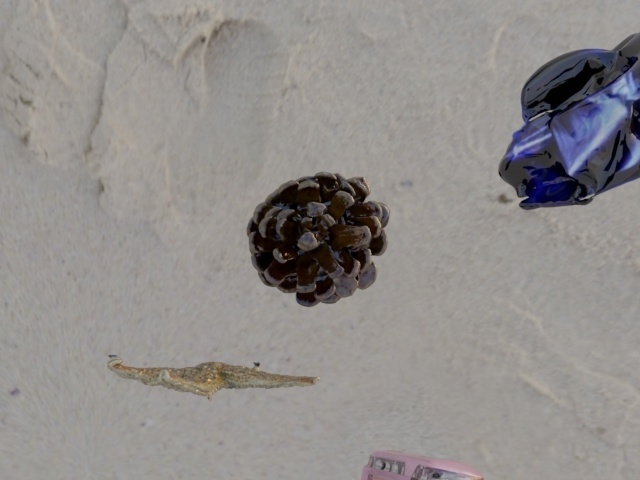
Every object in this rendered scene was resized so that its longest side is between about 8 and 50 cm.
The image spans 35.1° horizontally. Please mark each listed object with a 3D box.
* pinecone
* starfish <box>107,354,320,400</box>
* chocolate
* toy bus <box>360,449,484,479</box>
[{"bbox_3d":[-0.001,-0.003,1.243,0.179,0.195,0.150,-34,74,8],"label":"pinecone"},{"bbox_3d":[-0.144,0.175,1.274,0.231,0.295,0.048,10,82,-51],"label":"starfish"},{"bbox_3d":[0.234,-0.106,0.503,0.126,0.343,0.148,37,46,-21],"label":"chocolate"},{"bbox_3d":[0.086,0.241,0.930,0.063,0.203,0.090,15,79,-13],"label":"toy bus"}]
